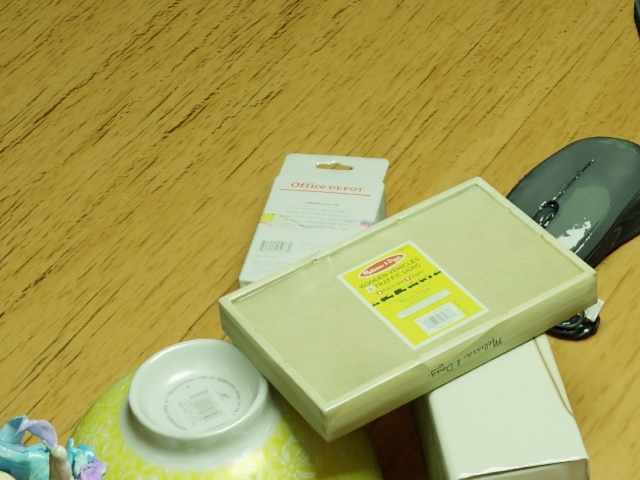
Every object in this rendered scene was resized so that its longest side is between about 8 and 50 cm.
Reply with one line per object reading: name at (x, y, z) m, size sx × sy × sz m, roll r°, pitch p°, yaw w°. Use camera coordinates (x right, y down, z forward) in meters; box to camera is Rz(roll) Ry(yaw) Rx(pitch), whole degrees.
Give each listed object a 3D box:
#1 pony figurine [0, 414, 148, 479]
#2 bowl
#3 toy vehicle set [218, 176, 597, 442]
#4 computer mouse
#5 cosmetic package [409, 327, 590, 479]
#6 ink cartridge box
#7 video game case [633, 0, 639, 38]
pony figurine at (-0.217, 0.273, 1.296) m, size 0.363 × 0.351 × 0.303 m, roll 1°, pitch 34°, yaw 39°
bowl at (-0.093, 0.177, 1.493) m, size 0.289 × 0.156 × 0.289 m, roll -4°, pitch 41°, yaw 3°
toy vehicle set at (0.072, 0.050, 1.470) m, size 0.267 × 0.035 × 0.166 m, roll -25°, pitch 43°, yaw -20°
computer mouse at (0.250, -0.028, 1.756) m, size 0.188 × 0.072 × 0.272 m, roll 24°, pitch 48°, yaw 32°
cosmetic package at (0.137, 0.134, 1.512) m, size 0.113 × 0.160 × 0.309 m, roll -10°, pitch 41°, yaw -3°
ink cartridge box at (0.000, 0.000, 1.760) m, size 0.115 × 0.067 × 0.198 m, roll 5°, pitch 43°, yaw 13°
video game case at (0.499, -0.200, 1.956) m, size 0.275 × 0.035 × 0.248 m, roll -5°, pitch 40°, yaw 2°
